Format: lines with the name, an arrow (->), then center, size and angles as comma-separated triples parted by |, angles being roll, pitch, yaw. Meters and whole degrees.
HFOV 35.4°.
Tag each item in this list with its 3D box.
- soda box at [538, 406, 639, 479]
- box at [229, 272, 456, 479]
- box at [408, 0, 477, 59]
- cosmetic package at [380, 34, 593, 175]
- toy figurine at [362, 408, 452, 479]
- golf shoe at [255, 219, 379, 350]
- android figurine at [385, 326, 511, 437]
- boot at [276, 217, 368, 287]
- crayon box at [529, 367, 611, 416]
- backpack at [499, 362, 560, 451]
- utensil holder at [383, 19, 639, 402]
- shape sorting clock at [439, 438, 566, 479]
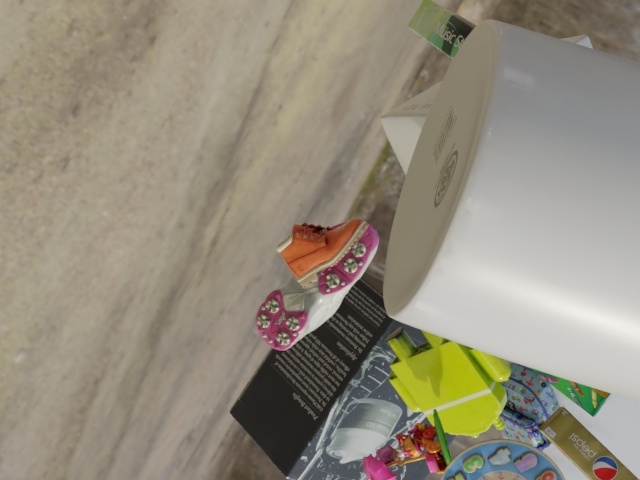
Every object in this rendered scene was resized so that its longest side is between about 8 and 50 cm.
soda box -> 0.456, 0.365, 1.694 | 0.058, 0.181, 0.061 | -44, 169, -2
box -> 0.120, 0.368, 2.496 | 0.480, 0.297, 0.472 | 29, 98, -43
box -> 0.288, -0.222, 1.386 | 0.058, 0.232, 0.322 | -60, -143, 14
cosmetic package -> 0.422, -0.228, 2.272 | 0.393, 0.327, 0.329 | -31, -162, -17
toy figurine -> 0.155, 0.391, 1.836 | 0.159, 0.130, 0.173 | -18, -159, 6
golf shoe -> 0.007, 0.073, 1.845 | 0.306, 0.115, 0.140 | -46, 162, 24
android figurine -> 0.249, 0.269, 1.926 | 0.248, 0.273, 0.056 | -31, -168, 39
boot -> 0.000, 0.000, 1.487 | 0.158, 0.085, 0.059 | -37, -177, 34
crayon box -> 0.561, 0.196, 1.989 | 0.278, 0.165, 0.081 | -39, 155, -29
backpack -> 0.460, 0.366, 2.244 | 0.117, 0.158, 0.173 | -38, 125, -20
utensil holder -> 0.290, -0.010, 0.979 | 0.327, 0.385, 0.328 | -163, -90, -83
shape sorting clock -> 0.282, 0.408, 1.547 | 0.206, 0.206, 0.040 | -62, 174, 14
